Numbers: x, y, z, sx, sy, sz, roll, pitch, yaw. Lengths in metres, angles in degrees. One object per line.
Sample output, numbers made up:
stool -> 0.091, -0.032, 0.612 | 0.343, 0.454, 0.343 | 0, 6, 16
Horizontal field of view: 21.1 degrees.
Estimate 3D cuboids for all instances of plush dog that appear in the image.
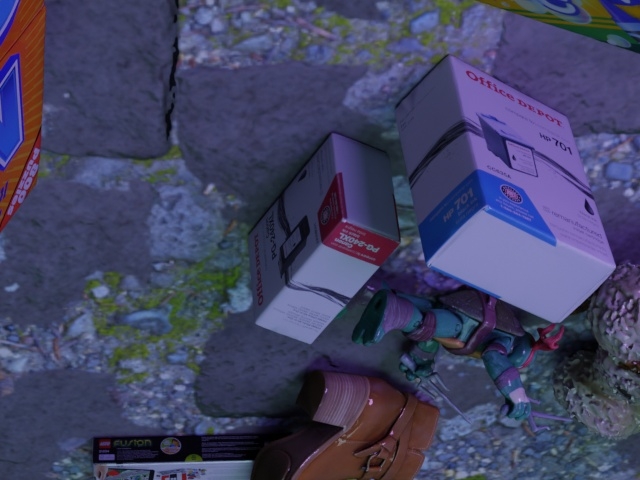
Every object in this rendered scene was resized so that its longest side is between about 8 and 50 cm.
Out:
plush dog -> 0.333, 0.105, 1.590 | 0.210, 0.262, 0.225 | -51, 138, -2

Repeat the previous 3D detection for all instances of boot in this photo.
boot -> 0.024, 0.227, 1.732 | 0.152, 0.073, 0.197 | 18, 113, -32

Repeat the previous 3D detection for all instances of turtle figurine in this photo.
turtle figurine -> 0.127, 0.097, 1.612 | 0.234, 0.118, 0.175 | 25, 169, -26

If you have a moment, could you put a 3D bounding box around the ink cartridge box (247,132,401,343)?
ink cartridge box -> 0.000, 0.000, 1.493 | 0.063, 0.109, 0.150 | 20, 131, -26

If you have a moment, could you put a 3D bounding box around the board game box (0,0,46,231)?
board game box -> -0.409, -0.110, 1.079 | 0.356, 0.356, 0.356 | 20, 135, 8

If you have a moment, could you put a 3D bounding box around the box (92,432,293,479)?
box -> -0.133, 0.251, 1.794 | 0.207, 0.036, 0.114 | 0, 136, -6

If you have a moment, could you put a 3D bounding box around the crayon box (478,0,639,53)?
crayon box -> 0.092, -0.233, 1.114 | 0.323, 0.083, 0.203 | 22, 169, 22

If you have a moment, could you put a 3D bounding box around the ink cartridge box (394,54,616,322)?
ink cartridge box -> 0.147, -0.043, 1.406 | 0.140, 0.190, 0.082 | 24, 128, -28
